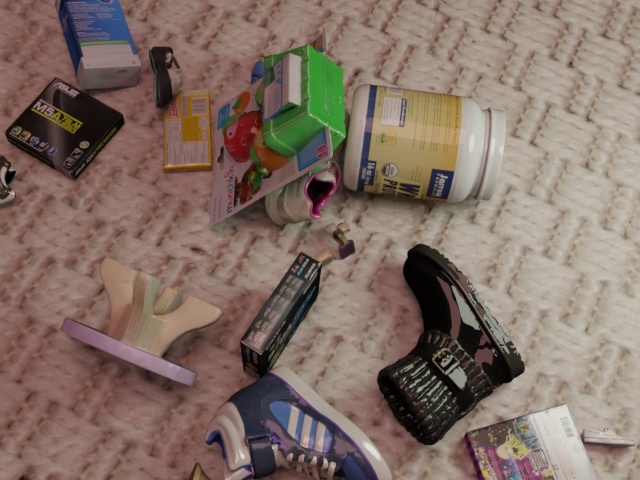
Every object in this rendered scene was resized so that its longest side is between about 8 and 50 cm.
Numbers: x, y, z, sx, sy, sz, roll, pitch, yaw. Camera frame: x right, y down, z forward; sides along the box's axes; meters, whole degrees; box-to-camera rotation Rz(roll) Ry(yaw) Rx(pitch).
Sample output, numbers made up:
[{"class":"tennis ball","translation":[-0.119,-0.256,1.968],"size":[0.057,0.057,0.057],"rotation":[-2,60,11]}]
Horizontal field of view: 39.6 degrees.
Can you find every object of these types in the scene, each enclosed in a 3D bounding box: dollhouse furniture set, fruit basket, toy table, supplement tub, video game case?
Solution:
[{"class":"dollhouse furniture set","translation":[0.000,0.000,1.860],"size":[0.114,0.091,0.081],"rotation":[-31,54,-13]},{"class":"fruit basket","translation":[-0.116,-0.235,1.840],"size":[0.353,0.165,0.327],"rotation":[-23,52,32]},{"class":"toy table","translation":[-0.336,0.152,1.689],"size":[0.274,0.252,0.161],"rotation":[24,81,-3]},{"class":"supplement tub","translation":[0.214,-0.200,1.875],"size":[0.316,0.228,0.228],"rotation":[8,64,2]},{"class":"video game case","translation":[0.408,0.445,1.671],"size":[0.210,0.042,0.232],"rotation":[-14,65,-9]}]

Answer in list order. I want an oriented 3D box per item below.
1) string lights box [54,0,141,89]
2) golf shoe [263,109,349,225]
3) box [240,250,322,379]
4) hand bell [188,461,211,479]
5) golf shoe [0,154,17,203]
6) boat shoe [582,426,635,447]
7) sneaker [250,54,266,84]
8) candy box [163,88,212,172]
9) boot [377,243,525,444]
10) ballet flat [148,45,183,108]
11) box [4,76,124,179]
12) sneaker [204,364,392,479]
[{"class":"string lights box","translation":[-0.514,-0.475,2.047],"size":[0.133,0.077,0.260],"rotation":[-9,63,-27]},{"class":"golf shoe","translation":[0.005,-0.158,1.890],"size":[0.140,0.115,0.306],"rotation":[8,63,44]},{"class":"box","translation":[-0.076,0.149,1.724],"size":[0.051,0.175,0.220],"rotation":[29,66,11]},{"class":"hand bell","translation":[-0.132,0.500,1.608],"size":[0.242,0.126,0.126],"rotation":[20,64,-7]},{"class":"golf shoe","translation":[-0.705,-0.162,1.915],"size":[0.093,0.077,0.198],"rotation":[-8,71,-18]},{"class":"boat shoe","translation":[0.555,0.378,1.716],"size":[0.100,0.035,0.035],"rotation":[3,66,7]},{"class":"sneaker","translation":[-0.059,-0.348,2.038],"size":[0.209,0.069,0.082],"rotation":[23,98,-1]},{"class":"candy box","translation":[-0.298,-0.247,1.990],"size":[0.105,0.027,0.206],"rotation":[-5,64,-1]},{"class":"boot","translation":[0.203,0.194,1.737],"size":[0.260,0.131,0.348],"rotation":[-30,69,-16]},{"class":"ballet flat","translation":[-0.347,-0.374,2.008],"size":[0.074,0.074,0.203],"rotation":[-10,47,-7]},{"class":"box","translation":[-0.565,-0.250,1.972],"size":[0.190,0.045,0.184],"rotation":[30,68,12]},{"class":"sneaker","translation":[-0.058,0.400,1.615],"size":[0.323,0.130,0.236],"rotation":[41,62,21]}]
